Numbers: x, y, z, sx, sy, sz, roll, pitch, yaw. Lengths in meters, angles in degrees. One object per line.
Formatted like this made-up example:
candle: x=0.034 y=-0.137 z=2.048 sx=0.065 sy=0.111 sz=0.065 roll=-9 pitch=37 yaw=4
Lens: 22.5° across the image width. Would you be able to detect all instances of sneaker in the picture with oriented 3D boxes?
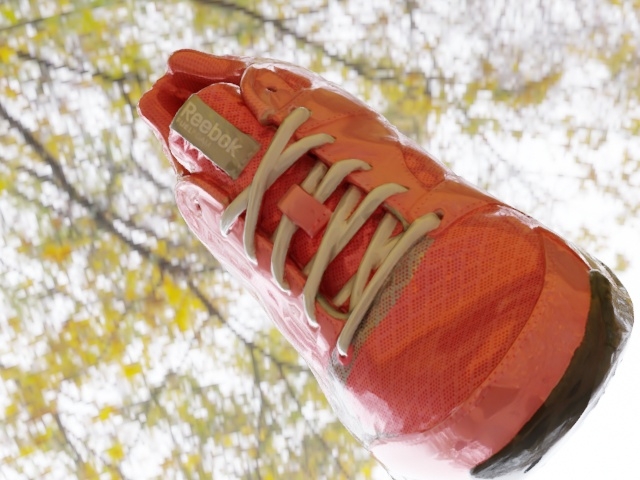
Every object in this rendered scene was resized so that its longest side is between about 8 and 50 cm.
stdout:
sneaker: x=0.000 y=0.000 z=0.633 sx=0.116 sy=0.136 sz=0.314 roll=-54 pitch=-153 yaw=2
